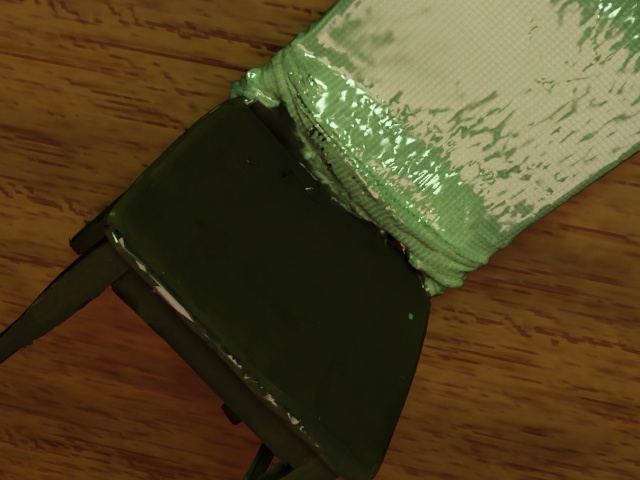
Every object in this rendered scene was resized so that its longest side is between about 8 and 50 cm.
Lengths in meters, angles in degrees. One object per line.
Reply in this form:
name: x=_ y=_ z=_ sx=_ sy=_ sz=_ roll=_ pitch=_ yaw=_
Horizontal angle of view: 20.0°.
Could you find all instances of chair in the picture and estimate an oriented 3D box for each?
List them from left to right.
chair: x=0.000 y=0.000 z=0.799 sx=0.160 sy=0.186 sz=0.319 roll=47 pitch=125 yaw=-9
